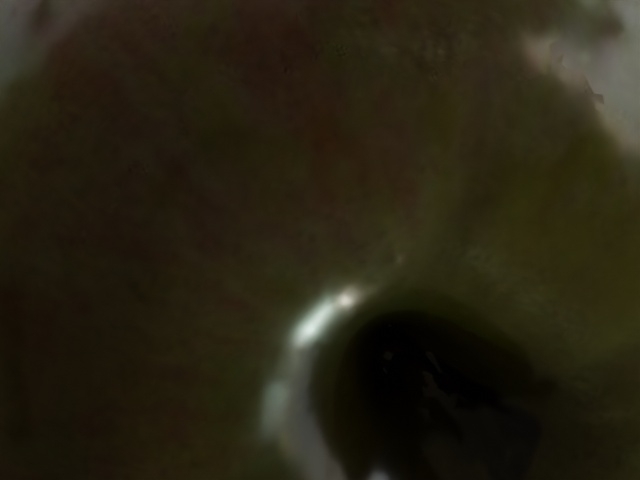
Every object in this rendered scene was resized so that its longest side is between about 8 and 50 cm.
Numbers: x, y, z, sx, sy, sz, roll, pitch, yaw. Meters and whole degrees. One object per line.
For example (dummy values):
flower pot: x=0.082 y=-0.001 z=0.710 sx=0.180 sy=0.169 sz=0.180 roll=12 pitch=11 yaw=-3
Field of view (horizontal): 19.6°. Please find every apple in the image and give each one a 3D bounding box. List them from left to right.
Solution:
apple: x=0.000 y=0.000 z=0.503 sx=0.256 sy=0.234 sz=0.257 roll=-7 pitch=-63 yaw=-14
